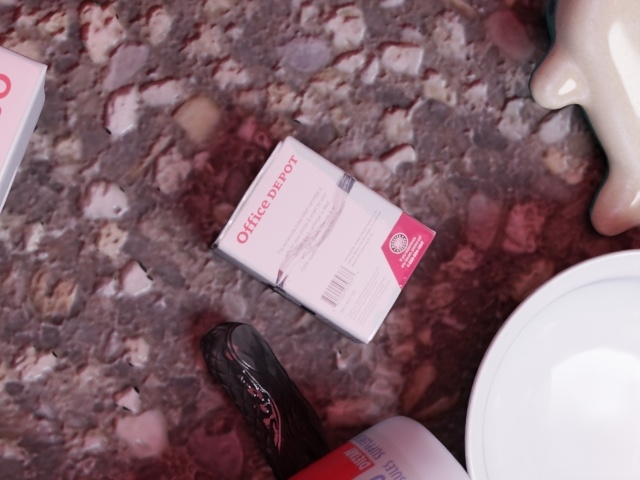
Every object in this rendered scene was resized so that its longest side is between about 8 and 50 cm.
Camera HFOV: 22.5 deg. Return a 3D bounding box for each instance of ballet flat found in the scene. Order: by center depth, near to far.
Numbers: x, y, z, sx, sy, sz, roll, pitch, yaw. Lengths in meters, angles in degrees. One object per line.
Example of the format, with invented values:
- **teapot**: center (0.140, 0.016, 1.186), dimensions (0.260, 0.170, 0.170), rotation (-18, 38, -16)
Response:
- **ballet flat**: center (-0.041, 0.143, 1.329), dimensions (0.057, 0.049, 0.173), rotation (-33, 99, -38)

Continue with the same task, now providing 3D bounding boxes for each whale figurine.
- **whale figurine**: center (0.274, -0.143, 1.367), dimensions (0.216, 0.141, 0.272), rotation (-8, 113, -10)

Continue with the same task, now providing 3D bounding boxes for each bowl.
- **bowl**: center (0.246, 0.157, 1.328), dimensions (0.298, 0.134, 0.298), rotation (1, 86, -10)

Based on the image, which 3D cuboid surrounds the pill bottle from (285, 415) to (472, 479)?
- **pill bottle**: center (-0.047, 0.328, 1.217), dimensions (0.408, 0.229, 0.229), rotation (-31, 93, -11)

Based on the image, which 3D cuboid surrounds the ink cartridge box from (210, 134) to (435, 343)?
- **ink cartridge box**: center (0.000, 0.000, 1.326), dimensions (0.150, 0.063, 0.109), rotation (33, 82, -7)

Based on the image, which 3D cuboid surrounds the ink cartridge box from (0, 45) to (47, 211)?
- **ink cartridge box**: center (-0.362, -0.082, 1.194), dimensions (0.270, 0.197, 0.198), rotation (22, 84, -9)
